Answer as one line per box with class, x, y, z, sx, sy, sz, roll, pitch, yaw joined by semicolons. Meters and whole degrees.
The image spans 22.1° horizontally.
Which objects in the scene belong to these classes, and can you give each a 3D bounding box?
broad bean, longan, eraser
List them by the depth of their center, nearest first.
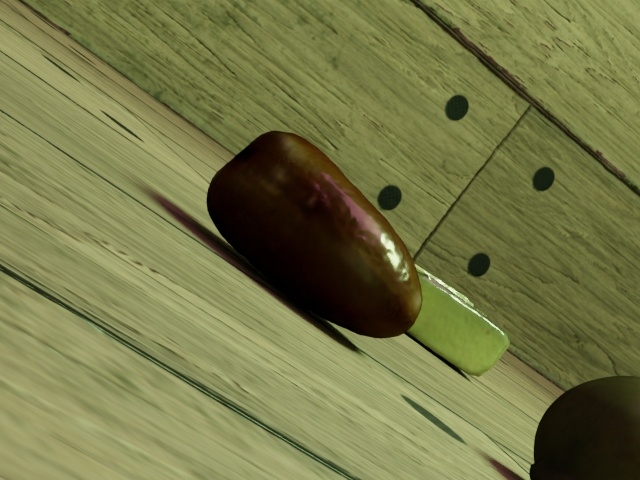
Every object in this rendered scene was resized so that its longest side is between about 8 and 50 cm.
longan;0.174;0.131;0.969;0.119;0.106;0.106;-17;38;-32
broad bean;0.000;0.000;1.049;0.165;0.084;0.114;43;-1;14
eraser;0.109;0.069;1.588;0.117;0.058;0.172;36;3;-10
